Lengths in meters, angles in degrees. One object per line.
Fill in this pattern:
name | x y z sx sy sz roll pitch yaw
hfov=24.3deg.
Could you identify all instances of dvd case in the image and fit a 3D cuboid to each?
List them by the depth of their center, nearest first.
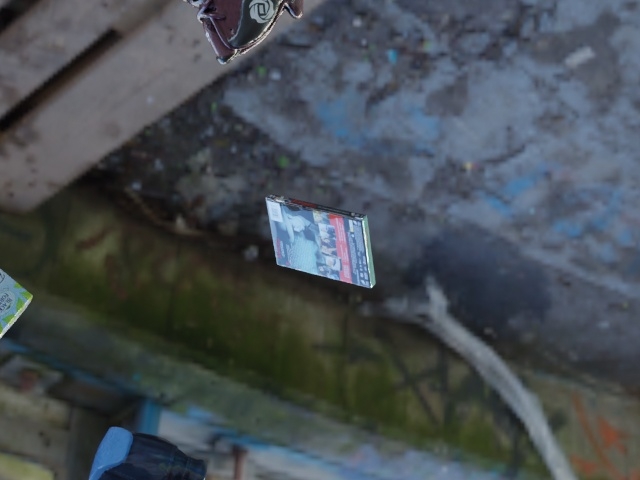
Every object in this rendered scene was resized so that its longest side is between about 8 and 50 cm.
dvd case | 0.000 0.000 1.552 0.119 0.013 0.087 12 128 30

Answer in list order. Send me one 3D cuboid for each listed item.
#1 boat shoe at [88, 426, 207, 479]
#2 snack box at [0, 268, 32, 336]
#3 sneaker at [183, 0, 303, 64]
boat shoe | -0.121 0.236 1.087 0.089 0.109 0.258 11 146 5
snack box | -0.227 0.037 0.804 0.100 0.037 0.141 40 139 -8
sneaker | -0.146 -0.266 1.584 0.281 0.162 0.106 -5 -176 -6
